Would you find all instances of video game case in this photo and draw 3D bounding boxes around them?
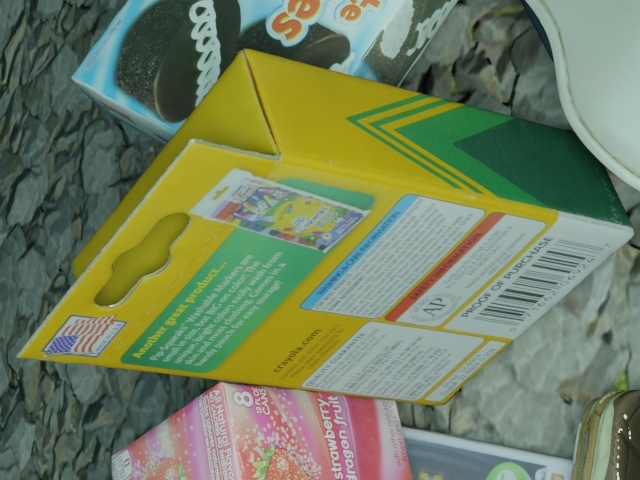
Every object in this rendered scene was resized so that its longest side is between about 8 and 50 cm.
[{"bbox_3d":[0.093,0.215,1.076,0.190,0.022,0.173,4,85,53],"label":"video game case"}]

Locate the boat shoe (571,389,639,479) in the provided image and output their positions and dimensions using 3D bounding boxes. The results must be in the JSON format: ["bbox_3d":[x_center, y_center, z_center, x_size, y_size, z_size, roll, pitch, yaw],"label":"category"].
[{"bbox_3d":[0.165,0.181,0.964,0.072,0.068,0.190,-14,61,64],"label":"boat shoe"}]

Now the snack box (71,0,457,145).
[{"bbox_3d":[0.002,-0.189,1.105,0.187,0.060,0.322,29,79,31],"label":"snack box"}]

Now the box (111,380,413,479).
[{"bbox_3d":[-0.020,0.256,1.070,0.142,0.154,0.300,-37,54,42],"label":"box"}]

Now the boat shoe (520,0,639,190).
[{"bbox_3d":[0.171,-0.124,0.997,0.095,0.079,0.254,-43,57,18],"label":"boat shoe"}]

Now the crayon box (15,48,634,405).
[{"bbox_3d":[0.000,0.000,0.995,0.203,0.323,0.083,-46,48,36],"label":"crayon box"}]
